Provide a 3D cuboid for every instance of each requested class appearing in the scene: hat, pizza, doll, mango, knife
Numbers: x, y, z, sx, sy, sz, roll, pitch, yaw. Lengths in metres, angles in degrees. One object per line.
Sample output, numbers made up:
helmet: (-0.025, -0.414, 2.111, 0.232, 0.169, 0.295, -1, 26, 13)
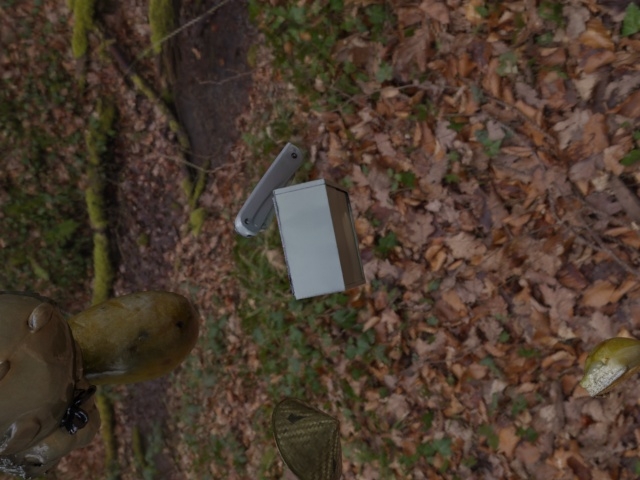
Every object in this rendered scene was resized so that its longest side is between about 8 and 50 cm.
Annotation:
hat: (0.004, 0.280, 0.902, 0.067, 0.146, 0.146, -39, 75, 23)
pizza: (0.573, 0.213, 1.161, 0.204, 0.188, 0.080, -48, 57, 23)
doll: (-0.472, 0.241, 0.969, 0.247, 0.247, 0.349, 42, 140, 28)
mango: (-0.405, 0.206, 1.246, 0.176, 0.329, 0.175, -166, 62, -67)
knife: (-0.111, -0.113, 1.402, 0.073, 0.265, 0.040, 34, 150, -11)

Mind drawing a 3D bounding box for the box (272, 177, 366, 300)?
box: (0.000, 0.000, 1.313, 0.117, 0.225, 0.225, -12, 87, 14)
